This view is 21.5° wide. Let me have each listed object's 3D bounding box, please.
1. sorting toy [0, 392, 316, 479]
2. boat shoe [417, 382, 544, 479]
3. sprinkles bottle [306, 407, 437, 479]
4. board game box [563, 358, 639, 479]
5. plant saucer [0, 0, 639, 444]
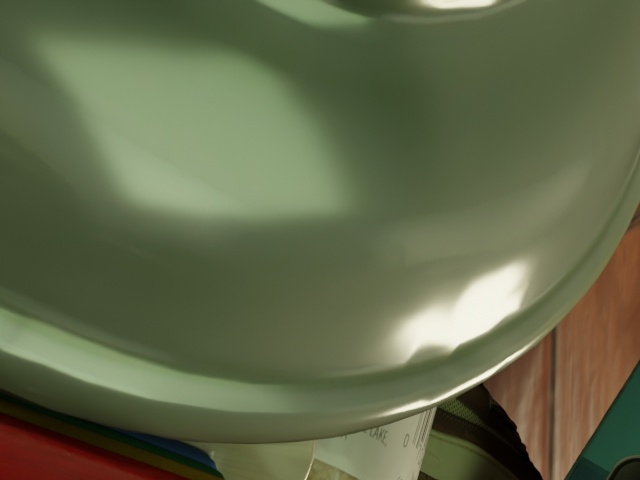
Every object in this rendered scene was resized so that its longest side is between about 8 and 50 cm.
[{"bbox_3d":[-0.159,0.124,0.429,0.257,0.089,0.255,23,93,-14],"label":"sorting toy"},{"bbox_3d":[0.066,0.098,0.841,0.257,0.095,0.095,43,50,-58],"label":"boat shoe"},{"bbox_3d":[0.000,0.000,0.612,0.121,0.121,0.355,42,59,-50],"label":"sprinkles bottle"},{"bbox_3d":[0.137,0.205,0.839,0.336,0.079,0.254,-55,158,-15],"label":"board game box"},{"bbox_3d":[-0.021,-0.150,0.460,0.401,0.100,0.400,16,62,-32],"label":"plant saucer"}]
